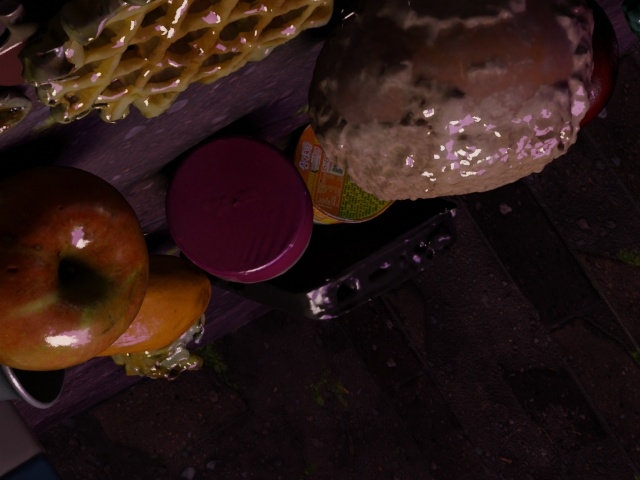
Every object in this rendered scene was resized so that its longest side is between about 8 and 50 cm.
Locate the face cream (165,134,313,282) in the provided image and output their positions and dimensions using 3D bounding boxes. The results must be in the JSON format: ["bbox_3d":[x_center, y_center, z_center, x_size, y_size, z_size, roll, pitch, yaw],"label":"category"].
[{"bbox_3d":[-0.097,-0.034,1.560,0.175,0.175,0.195,-32,175,-1],"label":"face cream"}]

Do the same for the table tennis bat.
[{"bbox_3d":[-0.211,-0.148,0.897,0.087,0.013,0.156,-30,175,-3],"label":"table tennis bat"}]

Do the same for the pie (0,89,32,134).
[{"bbox_3d":[-0.272,-0.093,0.983,0.085,0.017,0.085,-31,173,-4],"label":"pie"}]

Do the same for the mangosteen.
[{"bbox_3d":[0.267,-0.259,1.621,0.235,0.235,0.261,-32,131,0],"label":"mangosteen"}]

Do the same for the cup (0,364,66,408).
[{"bbox_3d":[-0.385,0.102,1.339,0.150,0.199,0.199,-15,176,8],"label":"cup"}]

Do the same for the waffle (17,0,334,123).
[{"bbox_3d":[-0.080,-0.191,0.931,0.317,0.073,0.297,-32,171,12],"label":"waffle"}]

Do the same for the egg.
[{"bbox_3d":[0.137,-0.171,1.283,0.310,0.279,0.279,-22,179,29],"label":"egg"}]

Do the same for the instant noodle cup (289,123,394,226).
[{"bbox_3d":[0.012,-0.090,1.819,0.168,0.168,0.185,-30,-178,-21],"label":"instant noodle cup"}]

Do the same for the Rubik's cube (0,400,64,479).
[{"bbox_3d":[-0.525,0.355,1.514,0.346,0.347,0.344,-30,162,-29],"label":"Rubik's cube"}]

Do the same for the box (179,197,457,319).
[{"bbox_3d":[0.000,0.000,1.965,0.359,0.091,0.350,-28,-150,-36],"label":"box"}]

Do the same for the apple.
[{"bbox_3d":[-0.264,0.027,1.168,0.196,0.196,0.196,-32,174,-4],"label":"apple"}]

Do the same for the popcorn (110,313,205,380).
[{"bbox_3d":[-0.280,0.168,2.187,0.198,0.212,0.198,-19,-154,10],"label":"popcorn"}]

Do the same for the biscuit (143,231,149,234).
[{"bbox_3d":[-0.316,0.015,1.564,0.048,0.026,0.292,-14,-178,27],"label":"biscuit"}]

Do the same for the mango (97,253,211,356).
[{"bbox_3d":[-0.290,0.099,1.789,0.187,0.144,0.359,-23,173,30],"label":"mango"}]

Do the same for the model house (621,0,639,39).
[{"bbox_3d":[0.324,-0.349,0.972,0.295,0.251,0.329,-33,167,11],"label":"model house"}]
